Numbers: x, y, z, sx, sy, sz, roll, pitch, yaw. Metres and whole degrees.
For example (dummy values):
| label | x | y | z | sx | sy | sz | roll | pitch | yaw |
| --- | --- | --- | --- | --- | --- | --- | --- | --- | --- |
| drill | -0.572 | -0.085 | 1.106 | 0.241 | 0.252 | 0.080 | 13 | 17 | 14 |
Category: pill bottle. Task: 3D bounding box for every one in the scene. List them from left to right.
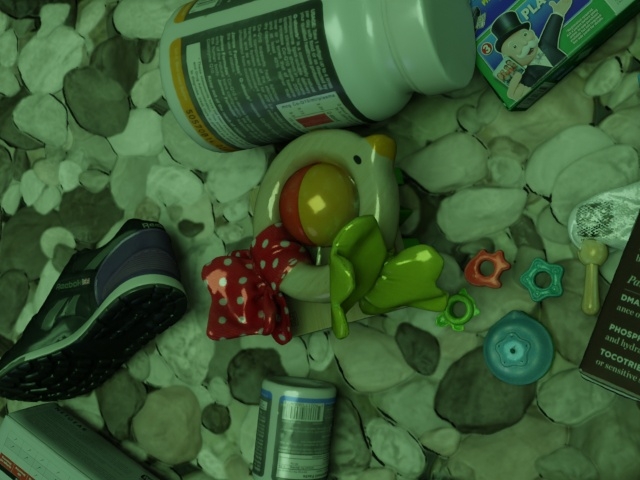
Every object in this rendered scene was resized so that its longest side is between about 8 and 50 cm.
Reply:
| label | x | y | z | sx | sy | sz | roll | pitch | yaw |
| --- | --- | --- | --- | --- | --- | --- | --- | --- | --- |
| pill bottle | -0.029 | 0.212 | 0.940 | 0.078 | 0.078 | 0.137 | 7 | 90 | 22 |
| pill bottle | -0.004 | -0.183 | 0.888 | 0.279 | 0.162 | 0.162 | -7 | 85 | 29 |

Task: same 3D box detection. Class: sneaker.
| label | x | y | z | sx | sy | sz | roll | pitch | yaw |
| --- | --- | --- | --- | --- | --- | --- | --- | --- | --- |
| sneaker | -0.266 | 0.081 | 1.047 | 0.283 | 0.107 | 0.124 | -33 | 52 | 21 |

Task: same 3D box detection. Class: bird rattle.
| label | x | y | z | sx | sy | sz | roll | pitch | yaw |
| --- | --- | --- | --- | --- | --- | --- | --- | --- | --- |
| bird rattle | 0.000 | 0.000 | 0.866 | 0.254 | 0.143 | 0.206 | -3 | 78 | 49 |

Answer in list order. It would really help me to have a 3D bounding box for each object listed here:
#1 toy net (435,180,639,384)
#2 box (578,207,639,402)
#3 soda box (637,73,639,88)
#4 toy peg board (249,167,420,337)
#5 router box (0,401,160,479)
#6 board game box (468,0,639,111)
| label | x | y | z | sx | sy | sz | roll | pitch | yaw |
| --- | --- | --- | --- | --- | --- | --- | --- | --- | --- |
| toy net | 0.222 | 0.026 | 0.871 | 0.122 | 0.045 | 0.232 | 45 | 102 | 19 |
| box | 0.344 | 0.050 | 0.731 | 0.167 | 0.169 | 0.203 | 23 | 96 | 41 |
| soda box | 0.391 | -0.133 | 0.796 | 0.210 | 0.067 | 0.071 | -13 | 83 | 21 |
| toy peg board | 0.027 | 0.004 | 0.941 | 0.161 | 0.079 | 0.161 | -19 | 80 | 36 |
| router box | -0.258 | 0.395 | 1.011 | 0.336 | 0.082 | 0.301 | 30 | 102 | 20 |
| board game box | 0.235 | -0.301 | 0.837 | 0.317 | 0.046 | 0.213 | -42 | 72 | 30 |
